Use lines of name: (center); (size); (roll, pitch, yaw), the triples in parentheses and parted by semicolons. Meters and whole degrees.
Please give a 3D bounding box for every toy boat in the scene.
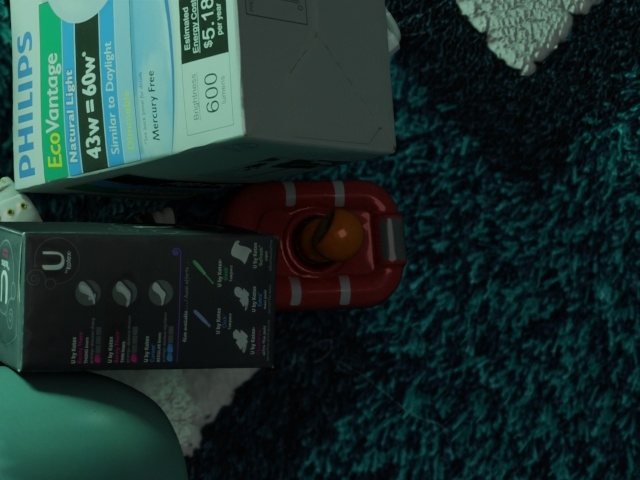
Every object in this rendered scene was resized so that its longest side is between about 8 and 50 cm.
toy boat: (0.000, 0.000, 2.046); (0.231, 0.151, 0.151); (-2, 82, -21)

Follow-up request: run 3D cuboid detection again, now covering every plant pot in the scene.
plant pot: (-0.276, 0.258, 1.842); (0.235, 0.293, 0.293); (-7, 84, -35)

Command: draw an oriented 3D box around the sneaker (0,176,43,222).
sneaker: (-0.401, -0.020, 1.911); (0.292, 0.108, 0.169); (48, 65, -30)

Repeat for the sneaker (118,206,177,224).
sneaker: (-0.191, 0.055, 2.020); (0.077, 0.072, 0.178); (-6, 77, -8)

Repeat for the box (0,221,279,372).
box: (-0.196, 0.055, 1.868); (0.270, 0.165, 0.143); (0, 94, -24)

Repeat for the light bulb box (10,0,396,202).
light bulb box: (-0.134, -0.239, 1.892); (0.225, 0.361, 0.358); (4, 79, -46)

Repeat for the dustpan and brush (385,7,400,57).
dustpan and brush: (-0.006, -0.275, 2.135); (0.147, 0.060, 0.211); (-43, 98, -21)
